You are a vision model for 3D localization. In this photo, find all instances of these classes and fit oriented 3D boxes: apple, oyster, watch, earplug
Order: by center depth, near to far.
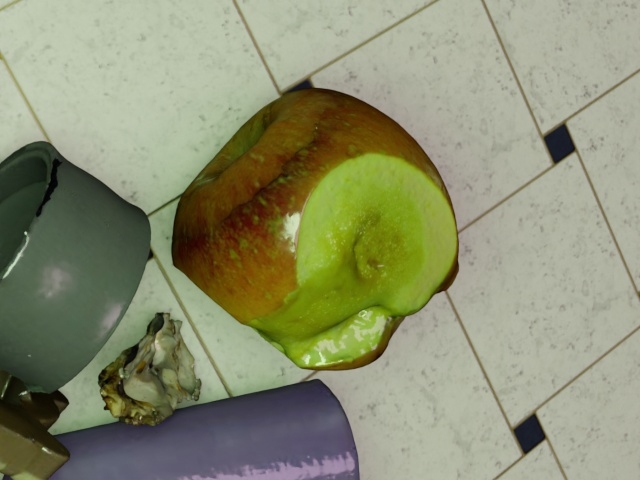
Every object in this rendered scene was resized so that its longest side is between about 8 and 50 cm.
[{"bbox_3d":[-0.343,0.065,1.469,0.314,0.335,0.327,35,89,-29],"label":"watch"},{"bbox_3d":[-0.220,0.165,1.573,0.078,0.345,0.129,-8,94,10],"label":"oyster"},{"bbox_3d":[0.000,0.000,1.625,0.374,0.384,0.374,3,118,6],"label":"apple"},{"bbox_3d":[-0.190,0.315,1.644,0.455,0.215,0.215,-5,95,-25],"label":"earplug"}]
